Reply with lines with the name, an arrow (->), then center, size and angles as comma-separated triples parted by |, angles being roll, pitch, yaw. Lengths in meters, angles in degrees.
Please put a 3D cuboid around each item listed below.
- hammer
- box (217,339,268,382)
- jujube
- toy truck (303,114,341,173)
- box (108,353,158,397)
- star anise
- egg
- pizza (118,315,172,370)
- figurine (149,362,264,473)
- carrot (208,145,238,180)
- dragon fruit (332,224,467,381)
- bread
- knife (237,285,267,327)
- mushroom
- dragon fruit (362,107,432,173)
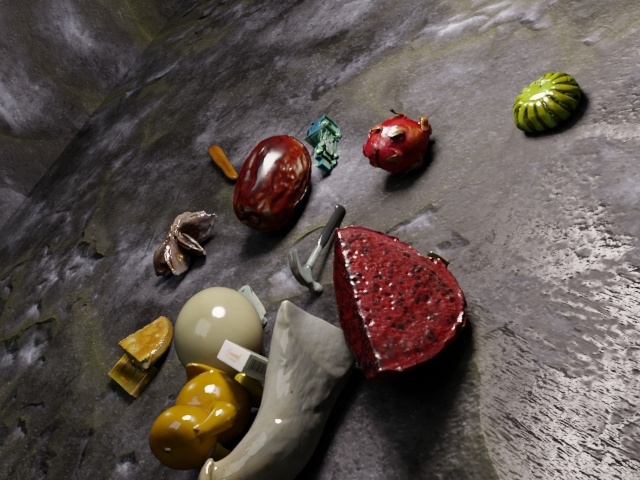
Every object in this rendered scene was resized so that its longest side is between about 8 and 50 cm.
hammer -> 0.000, 0.000, 1.854 | 0.029, 0.103, 0.246 | -22, 30, 42
box -> -0.110, 0.247, 1.619 | 0.100, 0.152, 0.048 | 19, 83, 55
jujube -> -0.120, -0.146, 2.070 | 0.183, 0.183, 0.243 | -5, 48, 46
toy truck -> 0.002, -0.234, 2.143 | 0.081, 0.067, 0.175 | -30, 37, 32
box -> -0.458, 0.320, 2.054 | 0.089, 0.022, 0.156 | -52, 32, -11
star anise -> -0.361, -0.001, 2.264 | 0.229, 0.093, 0.236 | -36, 28, 23
egg -> -0.214, 0.195, 1.768 | 0.186, 0.186, 0.241 | -39, 24, 8
pizza -> -0.420, 0.253, 2.041 | 0.134, 0.046, 0.175 | -5, 32, 25
figurine -> -0.219, 0.343, 1.591 | 0.215, 0.215, 0.228 | -27, 34, 26
carrot -> -0.284, -0.225, 2.474 | 0.043, 0.043, 0.248 | -43, 33, 2
dragon fruit -> 0.142, 0.131, 1.499 | 0.205, 0.152, 0.317 | -4, 50, -13
bread -> 0.446, -0.277, 1.678 | 0.139, 0.071, 0.130 | -15, 47, 39
knife -> -0.153, 0.147, 1.907 | 0.044, 0.023, 0.162 | -43, 32, 6
mushroom -> -0.077, 0.319, 1.487 | 0.126, 0.177, 0.397 | -34, 28, 59
dragon fruit -> 0.178, -0.213, 1.862 | 0.166, 0.136, 0.133 | -26, 59, -20
